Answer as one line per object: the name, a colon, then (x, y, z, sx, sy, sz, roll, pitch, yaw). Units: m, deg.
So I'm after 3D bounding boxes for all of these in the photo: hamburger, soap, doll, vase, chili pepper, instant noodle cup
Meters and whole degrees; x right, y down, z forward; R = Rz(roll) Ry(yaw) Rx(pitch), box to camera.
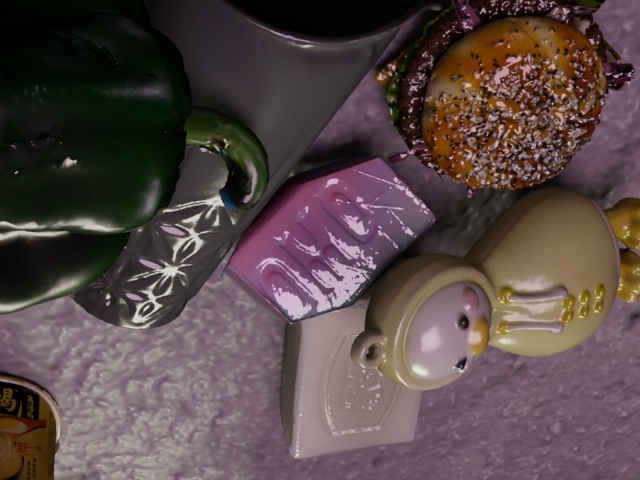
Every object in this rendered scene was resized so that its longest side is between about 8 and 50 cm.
hamburger: (0.140, -0.111, 0.768, 0.164, 0.093, 0.189, 22, 117, -30)
soap: (0.030, 0.103, 0.929, 0.121, 0.064, 0.183, -5, 128, -13)
doll: (0.146, 0.044, 0.831, 0.296, 0.117, 0.141, -25, 130, -36)
vase: (-0.091, -0.075, 0.700, 0.251, 0.156, 0.301, 9, 131, -30)
soap: (0.000, 0.000, 0.809, 0.149, 0.056, 0.100, -44, 99, -2)
chili pepper: (-0.139, -0.057, 0.541, 0.261, 0.165, 0.174, -13, 148, -45)
instant noodle cup: (-0.285, 0.201, 0.874, 0.151, 0.122, 0.151, -9, 133, -10)

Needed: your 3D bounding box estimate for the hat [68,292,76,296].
hat: (-0.248, -0.023, 0.675, 0.144, 0.173, 0.166, -17, 130, -12)
